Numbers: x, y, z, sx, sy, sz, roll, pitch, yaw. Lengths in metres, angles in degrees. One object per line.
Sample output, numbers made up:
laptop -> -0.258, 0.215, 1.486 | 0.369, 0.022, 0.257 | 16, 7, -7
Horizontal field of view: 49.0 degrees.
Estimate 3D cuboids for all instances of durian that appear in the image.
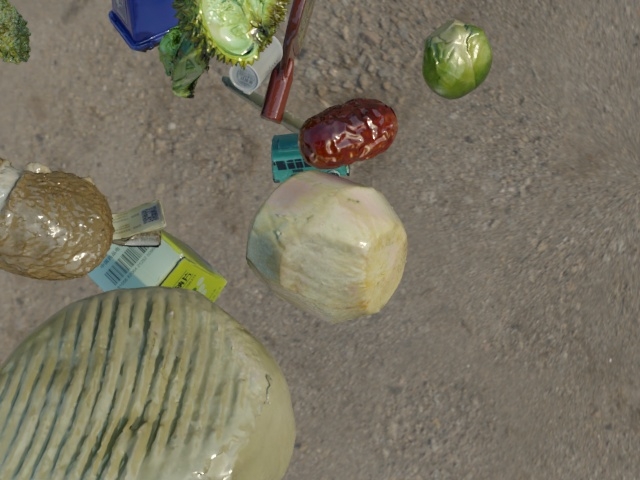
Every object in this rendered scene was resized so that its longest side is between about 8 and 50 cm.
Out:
durian -> -0.289, -0.414, 1.538 | 0.132, 0.375, 0.106 | -17, 83, -17
durian -> -0.145, -0.410, 1.163 | 0.200, 0.176, 0.236 | 13, 99, -19

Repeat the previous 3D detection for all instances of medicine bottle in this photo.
medicine bottle -> -0.286, 0.064, 1.266 | 0.141, 0.250, 0.137 | 41, 87, 18

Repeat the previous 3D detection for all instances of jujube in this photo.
jujube -> 0.043, -0.178, 1.159 | 0.109, 0.176, 0.112 | 60, 150, 14

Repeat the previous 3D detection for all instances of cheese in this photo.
cheese -> -0.108, -0.305, 1.662 | 0.034, 0.085, 0.400 | -52, 49, -1

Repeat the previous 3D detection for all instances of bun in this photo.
bun -> -0.218, 0.217, 0.828 | 0.362, 0.234, 0.326 | -17, 59, -15

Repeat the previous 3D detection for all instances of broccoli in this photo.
broccoli -> -0.910, -0.527, 1.890 | 0.180, 0.242, 0.273 | 44, 115, 46

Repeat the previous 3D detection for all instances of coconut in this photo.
coconut -> 0.000, 0.000, 1.005 | 0.237, 0.237, 0.197 | 26, 80, 21

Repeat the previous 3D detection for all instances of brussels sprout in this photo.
brussels sprout -> 0.265, -0.356, 1.391 | 0.117, 0.155, 0.155 | -139, 62, -64

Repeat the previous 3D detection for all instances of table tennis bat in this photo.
table tennis bat -> -0.053, -0.459, 1.524 | 0.051, 0.268, 0.414 | 17, 94, -2

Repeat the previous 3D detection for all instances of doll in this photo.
doll -> -0.261, -0.015, 0.668 | 0.105, 0.221, 0.115 | -54, 38, 26

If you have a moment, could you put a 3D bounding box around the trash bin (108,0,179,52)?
trash bin -> -0.435, -0.614, 1.757 | 0.184, 0.234, 0.162 | -31, 67, -20

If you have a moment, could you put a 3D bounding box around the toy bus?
toy bus -> -0.025, -0.173, 1.424 | 0.160, 0.091, 0.079 | -5, 53, 8

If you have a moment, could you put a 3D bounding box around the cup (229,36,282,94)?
cup -> -0.125, -0.328, 1.338 | 0.074, 0.116, 0.104 | 19, 138, 4
